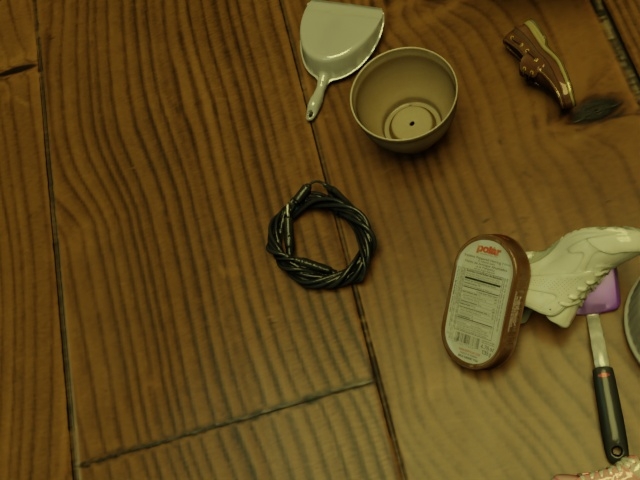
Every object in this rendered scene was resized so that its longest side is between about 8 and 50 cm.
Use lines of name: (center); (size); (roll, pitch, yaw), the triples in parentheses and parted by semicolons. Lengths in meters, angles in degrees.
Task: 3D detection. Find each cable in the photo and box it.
cable: (0.000, 0.000, 1.253); (0.150, 0.047, 0.184); (-40, 64, -3)

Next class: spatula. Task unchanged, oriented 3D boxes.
spatula: (0.374, 0.149, 1.100); (0.084, 0.030, 0.297); (-9, 67, 16)

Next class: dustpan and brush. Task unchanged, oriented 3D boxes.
dustpan and brush: (0.013, -0.299, 1.377); (0.147, 0.060, 0.211); (14, 65, 21)

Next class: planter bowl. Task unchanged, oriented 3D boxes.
planter bowl: (0.135, -0.199, 1.266); (0.162, 0.109, 0.162); (-6, 66, 12)

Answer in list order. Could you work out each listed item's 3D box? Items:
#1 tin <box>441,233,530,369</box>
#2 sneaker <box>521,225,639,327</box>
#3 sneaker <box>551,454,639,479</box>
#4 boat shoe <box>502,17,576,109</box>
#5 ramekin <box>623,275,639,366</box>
tin: (0.223, 0.084, 1.116); (0.106, 0.040, 0.190); (15, 98, 39)
sneaker: (0.335, 0.055, 1.093); (0.232, 0.090, 0.115); (-26, 67, 40)
sneaker: (0.361, 0.296, 1.026); (0.134, 0.051, 0.070); (12, 86, 11)
boat shoe: (0.339, -0.265, 1.269); (0.060, 0.064, 0.178); (-26, 57, 9)
ramekin: (0.500, 0.095, 1.047); (0.207, 0.109, 0.207); (-6, 66, 13)
